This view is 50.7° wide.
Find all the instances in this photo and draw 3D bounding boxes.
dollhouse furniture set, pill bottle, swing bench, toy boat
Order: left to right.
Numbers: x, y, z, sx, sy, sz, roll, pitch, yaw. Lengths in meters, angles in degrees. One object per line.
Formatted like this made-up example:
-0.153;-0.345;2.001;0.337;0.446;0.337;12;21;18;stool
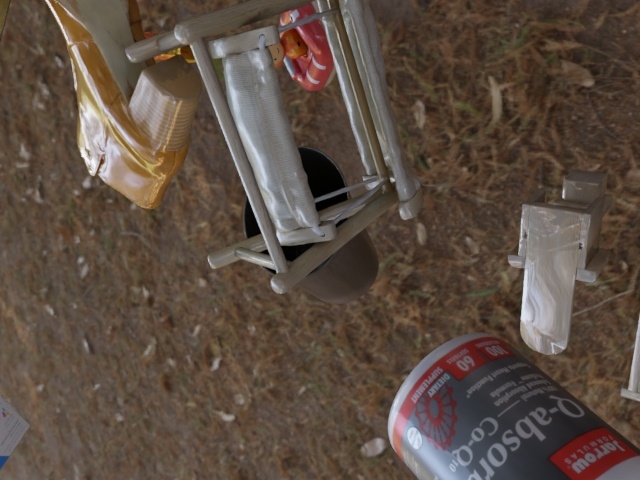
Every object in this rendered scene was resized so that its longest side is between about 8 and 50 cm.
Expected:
-0.050;-0.347;1.192;0.151;0.151;0.231;63;166;6;toy boat
-0.018;-0.123;0.694;0.165;0.255;0.253;13;127;57;swing bench
0.261;0.287;0.786;0.363;0.210;0.210;41;126;46;pill bottle
0.396;0.007;0.682;0.303;0.356;0.173;13;119;32;dollhouse furniture set

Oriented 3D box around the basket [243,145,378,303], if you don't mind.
0.000;0.000;1.017;0.154;0.227;0.204;-13;64;14;basket

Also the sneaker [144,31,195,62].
-0.342;-0.426;1.487;0.067;0.175;0.064;15;108;54;sneaker

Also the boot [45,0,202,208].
-0.253;-0.188;0.753;0.295;0.104;0.211;52;139;8;boot

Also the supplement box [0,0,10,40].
-0.335;-0.228;0.643;0.083;0.056;0.083;-140;66;-72;supplement box

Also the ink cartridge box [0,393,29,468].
-0.584;0.281;1.070;0.078;0.134;0.231;0;133;22;ink cartridge box
